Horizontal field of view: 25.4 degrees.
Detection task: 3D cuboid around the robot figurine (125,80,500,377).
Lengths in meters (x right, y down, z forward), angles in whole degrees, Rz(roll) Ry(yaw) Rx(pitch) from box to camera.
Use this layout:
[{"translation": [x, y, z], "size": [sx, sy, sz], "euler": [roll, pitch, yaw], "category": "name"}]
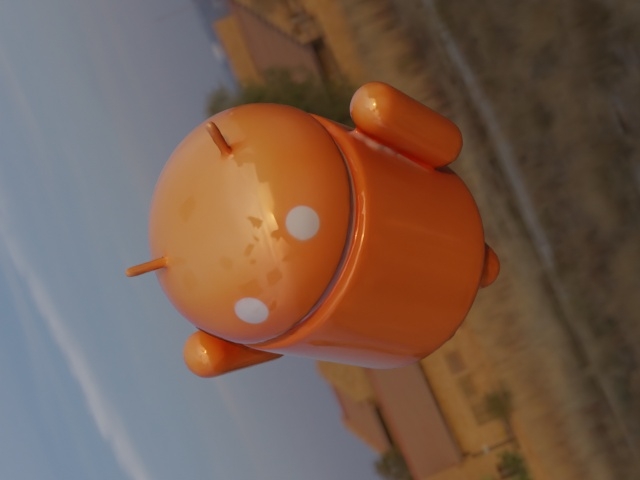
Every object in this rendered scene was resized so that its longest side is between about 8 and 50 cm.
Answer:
[{"translation": [-0.001, 0.002, 0.751], "size": [0.219, 0.158, 0.128], "euler": [15, -115, -46], "category": "robot figurine"}]
